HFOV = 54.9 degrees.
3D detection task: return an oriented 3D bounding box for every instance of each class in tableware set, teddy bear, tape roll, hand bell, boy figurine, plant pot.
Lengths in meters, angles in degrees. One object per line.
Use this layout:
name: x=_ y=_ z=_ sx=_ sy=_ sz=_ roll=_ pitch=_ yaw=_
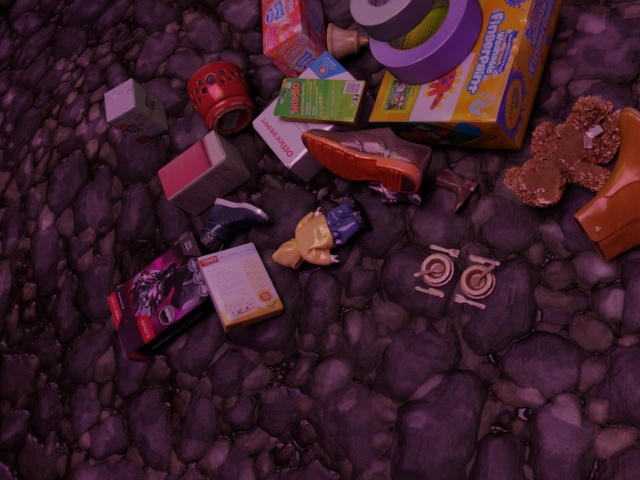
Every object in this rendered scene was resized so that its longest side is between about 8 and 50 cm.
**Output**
tableware set: x=0.334 y=0.083 z=1.522 sx=0.194 sy=0.039 sz=0.128 roll=15 pitch=80 yaw=31
teddy bear: x=0.598 y=-0.202 z=1.459 sx=0.245 sy=0.113 sz=0.337 roll=25 pitch=78 yaw=26
tape roll: x=0.182 y=-0.611 z=1.537 sx=0.219 sy=0.072 sz=0.219 roll=-19 pitch=59 yaw=34
hand bell: x=0.151 y=-0.596 z=1.836 sx=0.242 sy=0.126 sz=0.126 roll=-1 pitch=72 yaw=15
boy figurine: x=0.000 y=0.000 z=1.698 sx=0.285 sy=0.092 sz=0.177 roll=-33 pitch=61 yaw=15
plant pot: x=-0.305 y=-0.444 z=1.964 sx=0.191 sy=0.191 sz=0.174 roll=-34 pitch=69 yaw=13
tape roll: x=0.260 y=-0.534 z=1.545 sx=0.275 sy=0.090 sz=0.274 roll=-17 pitch=61 yaw=33

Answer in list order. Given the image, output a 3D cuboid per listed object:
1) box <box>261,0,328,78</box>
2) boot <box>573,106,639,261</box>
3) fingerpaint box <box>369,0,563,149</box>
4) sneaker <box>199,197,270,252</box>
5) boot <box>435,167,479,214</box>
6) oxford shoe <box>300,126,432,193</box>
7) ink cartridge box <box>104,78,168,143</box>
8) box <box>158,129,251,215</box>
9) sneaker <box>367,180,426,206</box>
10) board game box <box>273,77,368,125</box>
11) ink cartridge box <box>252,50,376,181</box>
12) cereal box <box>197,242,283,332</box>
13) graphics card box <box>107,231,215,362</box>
box: x=-0.079 y=-0.658 z=1.901 sx=0.142 sy=0.154 sz=0.299 roll=-25 pitch=52 yaw=26
boot: x=0.635 y=-0.110 z=1.317 sx=0.211 sy=0.104 sz=0.295 roll=-30 pitch=105 yaw=5
fingerpaint box: x=0.376 y=-0.468 z=1.593 sx=0.371 sy=0.163 sz=0.444 roll=9 pitch=77 yaw=42
sneaker: x=-0.262 y=-0.034 z=1.840 sx=0.226 sy=0.086 sz=0.163 roll=11 pitch=67 yaw=40
boot: x=0.336 y=-0.130 z=1.597 sx=0.114 sy=0.037 sz=0.106 roll=31 pitch=75 yaw=29
oxford shoe: x=0.120 y=-0.237 z=1.632 sx=0.364 sy=0.130 sz=0.132 roll=22 pitch=67 yaw=21
ink cartridge box: x=-0.639 y=-0.447 z=2.140 sx=0.128 sy=0.176 sz=0.127 roll=-23 pitch=63 yaw=19
box: x=-0.363 y=-0.207 z=1.927 sx=0.232 sy=0.149 sz=0.126 roll=-34 pitch=60 yaw=13
sneaker: x=0.201 y=-0.125 z=1.660 sx=0.178 sy=0.072 sz=0.077 roll=33 pitch=107 yaw=35
board game box: x=-0.004 y=-0.388 z=1.716 sx=0.260 sy=0.039 sz=0.124 roll=11 pitch=78 yaw=26
ink cartridge box: x=-0.012 y=-0.360 z=1.807 sx=0.307 sy=0.129 sz=0.223 roll=-42 pitch=60 yaw=8
cereal box: x=-0.229 y=0.128 z=1.745 sx=0.173 sy=0.047 sz=0.240 roll=-15 pitch=57 yaw=-21
graphics card box: x=-0.465 y=0.175 z=1.879 sx=0.371 sy=0.094 sz=0.232 roll=-35 pitch=60 yaw=12
